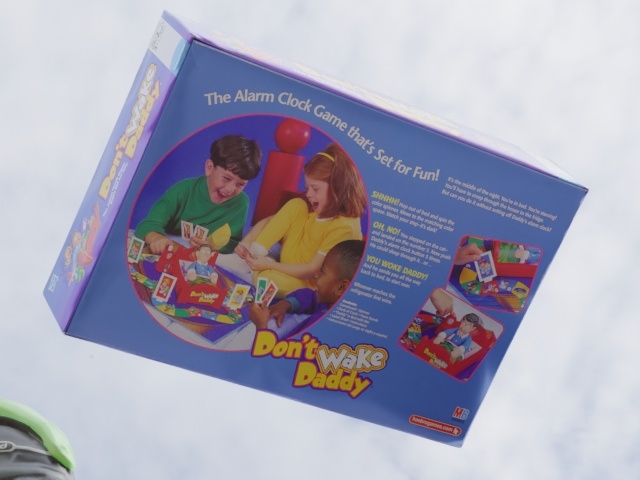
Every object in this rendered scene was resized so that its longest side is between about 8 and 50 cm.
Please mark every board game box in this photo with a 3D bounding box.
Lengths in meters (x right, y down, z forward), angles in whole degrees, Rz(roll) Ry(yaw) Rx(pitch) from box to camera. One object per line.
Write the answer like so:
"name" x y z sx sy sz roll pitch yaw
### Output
"board game box" 0.000 0.000 1.346 0.347 0.078 0.233 19 -77 -27

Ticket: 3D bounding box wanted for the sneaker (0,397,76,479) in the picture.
"sneaker" -0.329 0.331 1.267 0.185 0.202 0.483 34 -96 -32
